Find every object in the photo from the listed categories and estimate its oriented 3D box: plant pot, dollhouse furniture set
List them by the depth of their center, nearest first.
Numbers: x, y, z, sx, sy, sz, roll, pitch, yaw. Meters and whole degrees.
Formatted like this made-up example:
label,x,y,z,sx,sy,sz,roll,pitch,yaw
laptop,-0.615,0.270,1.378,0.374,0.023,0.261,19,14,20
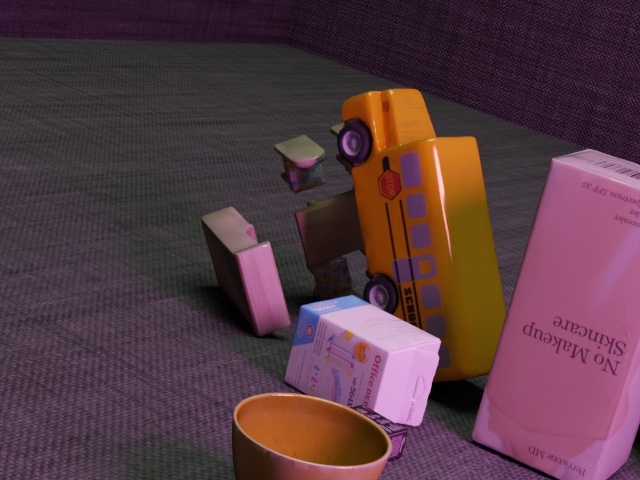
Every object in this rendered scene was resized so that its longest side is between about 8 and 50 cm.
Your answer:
label,x,y,z,sx,sy,sz,roll,pitch,yaw
plant pot,-0.016,0.199,1.134,0.134,0.095,0.134,11,16,-3
dollhouse furniture set,0.000,0.000,1.633,0.242,0.212,0.161,-20,24,-13

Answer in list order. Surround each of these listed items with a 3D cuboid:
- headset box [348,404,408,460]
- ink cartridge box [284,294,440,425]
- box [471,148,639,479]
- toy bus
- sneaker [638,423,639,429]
label,x,y,z,sx,sy,sz,roll,pitch,yaw
headset box,0.034,0.191,1.315,0.062,0.032,0.083,25,21,36
ink cartridge box,0.050,0.130,1.425,0.143,0.092,0.090,25,20,37
box,0.274,0.078,1.380,0.148,0.311,0.121,20,17,26
toy bus,0.119,-0.009,1.538,0.130,0.333,0.108,-12,-4,42
sneaker,0.409,0.200,1.397,0.150,0.135,0.366,-35,18,-24
